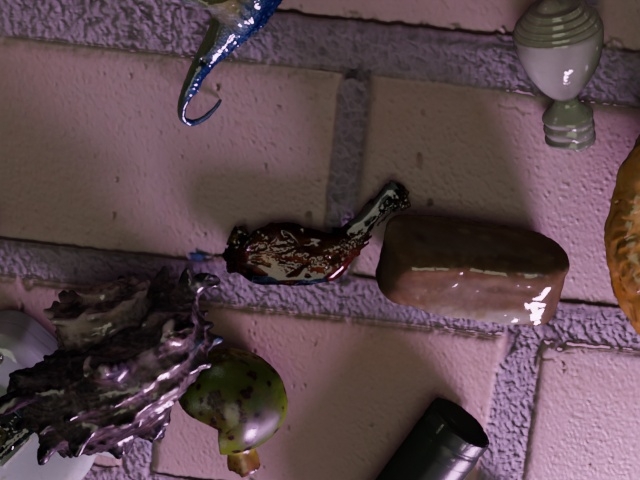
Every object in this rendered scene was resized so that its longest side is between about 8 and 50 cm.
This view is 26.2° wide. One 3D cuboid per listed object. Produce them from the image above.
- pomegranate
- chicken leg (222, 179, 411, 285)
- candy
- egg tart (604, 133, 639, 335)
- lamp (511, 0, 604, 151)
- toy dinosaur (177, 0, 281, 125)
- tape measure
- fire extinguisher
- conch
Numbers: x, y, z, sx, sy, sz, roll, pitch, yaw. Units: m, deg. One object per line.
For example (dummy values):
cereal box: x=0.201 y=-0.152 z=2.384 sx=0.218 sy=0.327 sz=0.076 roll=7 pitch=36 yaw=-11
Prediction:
pomegranate: x=-0.100 y=0.217 z=1.782 sx=0.122 sy=0.143 sz=0.169 roll=-27 pitch=99 yaw=11
chicken leg: x=0.000 y=0.000 z=1.747 sx=0.253 sy=0.051 sz=0.106 roll=-20 pitch=104 yaw=6
candy: x=0.188 y=0.037 z=1.716 sx=0.234 sy=0.102 sz=0.104 roll=5 pitch=131 yaw=-6
egg tart: x=0.554 y=-0.025 z=1.651 sx=0.443 sy=0.178 sz=0.443 roll=0 pitch=113 yaw=0
lamp: x=0.286 y=-0.200 z=1.636 sx=0.106 sy=0.106 sz=0.193 roll=-8 pitch=121 yaw=5
toy dinosaur: x=-0.090 y=-0.300 z=1.615 sx=0.147 sy=0.076 sz=0.363 roll=35 pitch=105 yaw=-18
tape measure: x=-0.392 y=0.232 z=1.808 sx=0.243 sy=0.125 sz=0.246 roll=43 pitch=106 yaw=-14
fire extinguisher: x=0.109 y=0.363 z=1.855 sx=0.095 sy=0.114 sz=0.311 roll=9 pitch=123 yaw=-51
conch: x=-0.262 y=0.136 z=1.697 sx=0.313 sy=0.241 sz=0.186 roll=-48 pitch=146 yaw=-19
